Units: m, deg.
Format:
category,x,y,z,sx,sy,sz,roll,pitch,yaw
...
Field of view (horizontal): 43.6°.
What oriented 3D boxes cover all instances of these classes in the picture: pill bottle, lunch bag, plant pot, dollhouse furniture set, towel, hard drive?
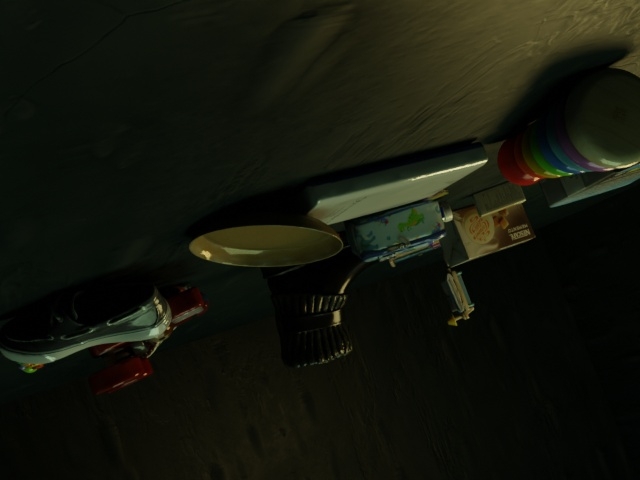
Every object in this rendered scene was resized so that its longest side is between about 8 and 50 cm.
category,x,y,z,sx,sy,sz,roll,pitch,yaw
pill bottle,0.234,-0.049,1.802,0.116,0.065,0.065,-19,172,-6
lunch bag,0.142,-0.024,1.533,0.176,0.090,0.219,-17,-176,-5
plant pot,-0.083,-0.002,1.236,0.237,0.032,0.236,-1,163,0
dollhouse furniture set,0.347,0.135,2.500,0.198,0.303,0.286,-21,172,7
towel,0.230,-0.091,1.706,0.083,0.009,0.060,-22,173,24
hard drive,0.086,-0.080,1.301,0.319,0.040,0.210,-15,172,-28

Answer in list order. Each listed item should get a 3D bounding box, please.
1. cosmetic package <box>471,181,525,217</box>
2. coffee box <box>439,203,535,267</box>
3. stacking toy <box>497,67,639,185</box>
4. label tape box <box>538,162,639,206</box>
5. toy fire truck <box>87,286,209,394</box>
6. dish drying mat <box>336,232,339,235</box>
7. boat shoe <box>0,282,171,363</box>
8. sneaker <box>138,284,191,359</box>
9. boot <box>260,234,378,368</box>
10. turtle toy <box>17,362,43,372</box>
category,x,y,z,sx,sy,sz,roll,pitch,yaw
cosmetic package,0.433,-0.103,1.950,0.115,0.060,0.041,-18,173,2
coffee box,0.451,-0.030,2.207,0.247,0.141,0.098,-15,171,-28
stacking toy,0.366,-0.152,1.237,0.141,0.141,0.330,-18,178,-15
label tape box,0.661,-0.188,1.738,0.241,0.105,0.334,-17,172,-18
toy fire truck,-0.334,0.168,1.544,0.254,0.169,0.302,-24,174,-8
dish drying mat,0.000,0.000,1.777,0.083,0.008,0.032,-19,175,-13
boat shoe,-0.409,0.129,1.348,0.302,0.108,0.102,-8,141,5
sneaker,-0.349,0.182,1.745,0.225,0.088,0.093,-41,172,20
boot,0.047,0.129,1.832,0.348,0.260,0.131,-18,178,-7
turtle toy,-0.626,0.249,1.740,0.095,0.066,0.130,-14,171,-35
